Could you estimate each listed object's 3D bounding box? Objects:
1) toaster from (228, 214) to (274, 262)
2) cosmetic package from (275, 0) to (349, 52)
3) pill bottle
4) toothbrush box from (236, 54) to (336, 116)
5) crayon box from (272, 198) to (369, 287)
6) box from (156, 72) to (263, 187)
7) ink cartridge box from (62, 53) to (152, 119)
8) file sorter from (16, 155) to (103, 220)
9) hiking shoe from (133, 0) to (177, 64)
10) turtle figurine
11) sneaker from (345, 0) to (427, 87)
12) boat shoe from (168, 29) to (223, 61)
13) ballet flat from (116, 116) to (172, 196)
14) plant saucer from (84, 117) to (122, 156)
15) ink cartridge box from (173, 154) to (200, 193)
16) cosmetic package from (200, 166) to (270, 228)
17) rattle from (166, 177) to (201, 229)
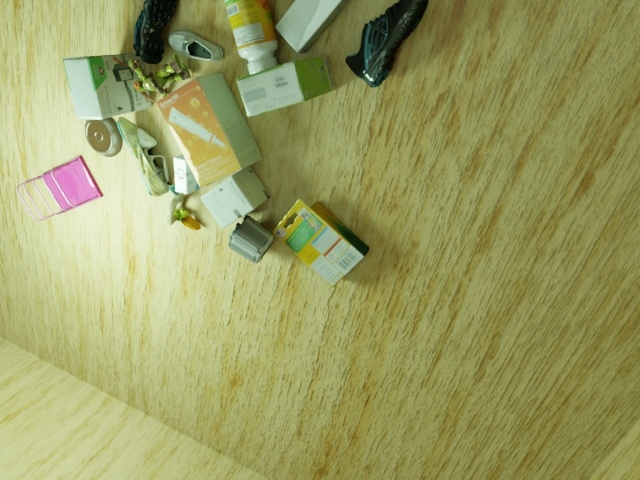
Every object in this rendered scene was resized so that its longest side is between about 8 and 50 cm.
[{"bbox_3d":[-0.271,-0.003,1.889,0.146,0.129,0.227,35,157,-2],"label":"toaster"},{"bbox_3d":[-0.024,-0.720,1.512,0.231,0.085,0.117,-39,95,30],"label":"cosmetic package"},{"bbox_3d":[-0.218,-0.684,1.578,0.137,0.136,0.245,-5,111,25],"label":"pill bottle"},{"bbox_3d":[-0.100,-0.497,1.527,0.206,0.283,0.122,-7,109,26],"label":"toothbrush box"},{"bbox_3d":[0.000,0.000,1.833,0.323,0.083,0.203,42,122,0],"label":"crayon box"},{"bbox_3d":[-0.403,-0.405,1.767,0.215,0.168,0.345,-18,105,29],"label":"box"},{"bbox_3d":[-0.780,-0.579,1.779,0.122,0.289,0.211,4,115,18],"label":"ink cartridge box"},{"bbox_3d":[-1.198,-0.226,2.181,0.291,0.182,0.202,-15,107,28],"label":"file sorter"},{"bbox_3d":[-0.610,-0.797,1.710,0.132,0.113,0.304,37,113,30],"label":"hiking shoe"},{"bbox_3d":[-0.602,-0.598,1.745,0.218,0.269,0.087,-20,64,10],"label":"turtle figurine"},{"bbox_3d":[0.198,-0.637,1.431,0.140,0.125,0.340,39,120,8],"label":"sneaker"},{"bbox_3d":[-0.459,-0.698,1.710,0.226,0.076,0.083,18,119,15],"label":"boat shoe"},{"bbox_3d":[-0.709,-0.353,1.966,0.123,0.123,0.348,-12,107,27],"label":"ballet flat"},{"bbox_3d":[-0.942,-0.452,2.055,0.199,0.036,0.198,9,116,18],"label":"plant saucer"},{"bbox_3d":[-0.529,-0.288,1.913,0.060,0.104,0.180,14,117,18],"label":"ink cartridge box"},{"bbox_3d":[-0.326,-0.168,1.853,0.184,0.151,0.151,-28,101,31],"label":"cosmetic package"},{"bbox_3d":[-0.562,-0.146,1.988,0.143,0.130,0.199,29,115,11],"label":"rattle"}]
